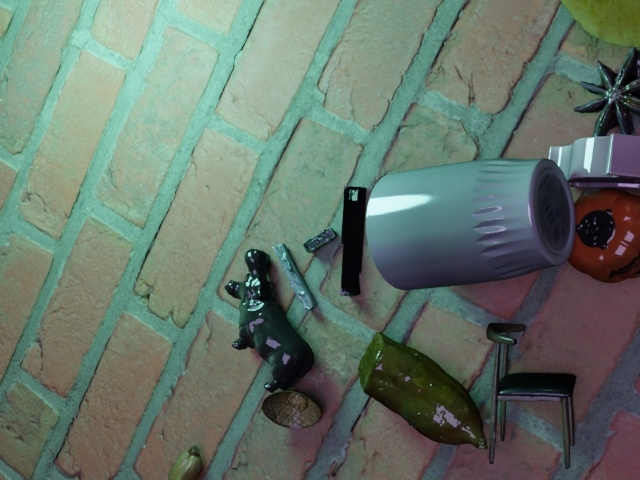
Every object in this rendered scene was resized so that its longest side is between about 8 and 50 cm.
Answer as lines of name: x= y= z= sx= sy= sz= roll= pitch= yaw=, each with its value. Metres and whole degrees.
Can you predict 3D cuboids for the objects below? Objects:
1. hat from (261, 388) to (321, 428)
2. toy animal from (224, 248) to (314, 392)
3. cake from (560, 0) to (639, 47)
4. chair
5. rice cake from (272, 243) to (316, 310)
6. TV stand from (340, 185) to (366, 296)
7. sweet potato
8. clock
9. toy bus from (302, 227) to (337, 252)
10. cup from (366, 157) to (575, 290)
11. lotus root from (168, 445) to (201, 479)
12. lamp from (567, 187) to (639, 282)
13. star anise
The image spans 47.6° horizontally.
hat: x=-0.064 y=0.386 z=1.757 sx=0.146 sy=0.067 sz=0.146 roll=6 pitch=131 yaw=6
toy animal: x=-0.142 y=0.198 z=1.766 sx=0.168 sy=0.106 sz=0.343 roll=-32 pitch=75 yaw=20
cake: x=0.651 y=-0.570 z=1.364 sx=0.321 sy=0.332 sz=0.332 roll=-34 pitch=74 yaw=-19
chair: x=0.431 y=0.304 z=1.480 sx=0.166 sy=0.188 sz=0.272 roll=-3 pitch=92 yaw=22
rice cake: x=-0.064 y=0.089 z=1.764 sx=0.030 sy=0.042 sz=0.180 roll=-31 pitch=79 yaw=17
TV stand: x=0.075 y=0.002 z=1.702 sx=0.040 sy=0.049 sz=0.256 roll=4 pitch=91 yaw=22
sweet potato: x=0.221 y=0.334 z=1.571 sx=0.369 sy=0.158 sz=0.158 roll=31 pitch=102 yaw=30
clock: x=0.614 y=-0.142 z=1.412 sx=0.290 sy=0.275 sz=0.080 roll=6 pitch=90 yaw=-14
toy bus: x=0.000 y=0.000 z=1.740 sx=0.083 sy=0.037 sz=0.031 roll=-31 pitch=77 yaw=19
cup: x=0.295 y=-0.033 z=1.454 sx=0.371 sy=0.253 sz=0.253 roll=-7 pitch=87 yaw=40
lotus root: x=-0.350 y=0.597 z=1.873 sx=0.073 sy=0.062 sz=0.150 roll=37 pitch=104 yaw=26
lamp: x=0.577 y=-0.008 z=1.432 sx=0.187 sy=0.164 sz=0.188 roll=-17 pitch=65 yaw=40
star anise: x=0.612 y=-0.288 z=1.466 sx=0.180 sy=0.061 sz=0.205 roll=4 pitch=86 yaw=35
